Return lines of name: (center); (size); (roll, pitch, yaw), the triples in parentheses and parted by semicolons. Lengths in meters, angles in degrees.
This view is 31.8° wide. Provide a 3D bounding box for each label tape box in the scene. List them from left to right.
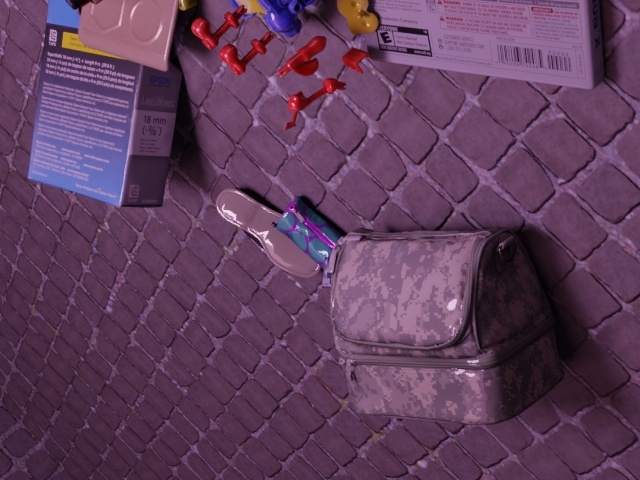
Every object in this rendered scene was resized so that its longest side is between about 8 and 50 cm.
label tape box: (-0.348, -0.240, 1.831); (0.240, 0.105, 0.334); (17, 102, 36)

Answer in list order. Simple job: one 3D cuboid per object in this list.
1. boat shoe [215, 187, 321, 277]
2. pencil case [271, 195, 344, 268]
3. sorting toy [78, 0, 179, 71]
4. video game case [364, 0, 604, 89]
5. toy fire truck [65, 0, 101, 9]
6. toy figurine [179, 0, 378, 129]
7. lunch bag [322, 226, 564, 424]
boat shoe: (-0.079, -0.015, 1.847); (0.206, 0.075, 0.065); (37, -175, 6)
pencil case: (0.000, 0.000, 1.758); (0.151, 0.064, 0.070); (40, 167, 11)
sorting toy: (-0.278, -0.375, 1.685); (0.193, 0.038, 0.208); (21, 110, 32)
video game case: (0.169, -0.335, 1.317); (0.329, 0.036, 0.300); (15, 132, 37)
toy fire truck: (-0.402, -0.448, 1.626); (0.217, 0.158, 0.246); (58, 170, -29)
toy figurine: (-0.118, -0.335, 1.429); (0.362, 0.191, 0.217); (46, 174, -33)
lunch bag: (0.162, 0.105, 1.586); (0.305, 0.212, 0.256); (-1, 105, 45)
